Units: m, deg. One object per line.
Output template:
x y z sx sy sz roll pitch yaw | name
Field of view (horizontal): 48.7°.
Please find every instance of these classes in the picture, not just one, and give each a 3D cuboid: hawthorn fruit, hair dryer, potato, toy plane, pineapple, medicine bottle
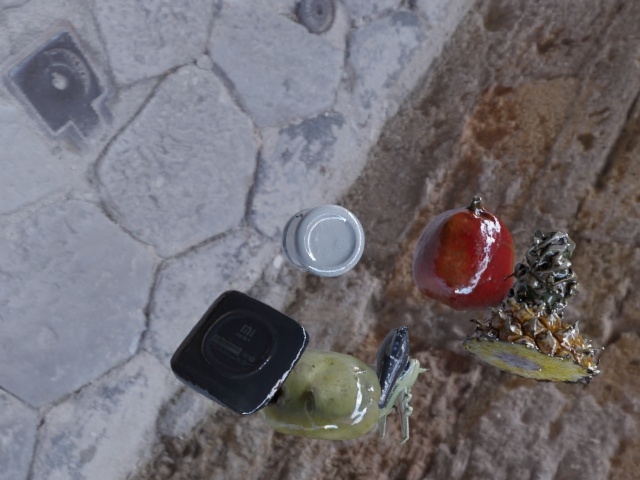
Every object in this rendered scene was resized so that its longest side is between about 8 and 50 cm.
0.372 0.029 1.840 0.265 0.265 0.307 -25 127 -40 | hawthorn fruit
0.163 0.252 1.574 0.219 0.075 0.195 97 14 -56 | hair dryer
-0.021 0.291 1.363 0.191 0.296 0.141 -52 147 -47 | potato
0.195 0.397 1.857 0.104 0.242 0.256 13 125 -37 | toy plane
0.428 0.111 1.363 0.262 0.262 0.272 38 64 -43 | pineapple
0.000 0.000 1.053 0.105 0.168 0.105 0 90 -11 | medicine bottle

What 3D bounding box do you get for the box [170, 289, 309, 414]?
-0.147 0.197 1.270 0.201 0.212 0.042 -55 155 -18 | box
